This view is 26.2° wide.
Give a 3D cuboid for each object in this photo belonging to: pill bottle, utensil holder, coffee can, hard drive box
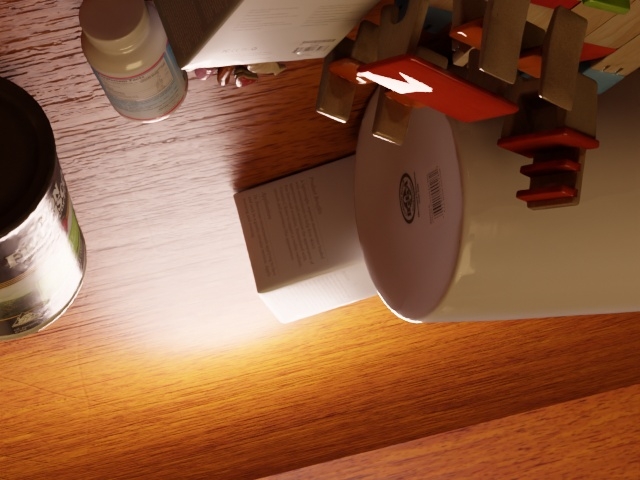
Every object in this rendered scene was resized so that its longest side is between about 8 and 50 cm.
[{"bbox_3d":[-0.190,-0.189,1.381,0.087,0.087,0.160,-16,157,1],"label":"pill bottle"},{"bbox_3d":[0.273,-0.062,1.681,0.385,0.328,0.327,-3,155,-21],"label":"utensil holder"},{"bbox_3d":[-0.369,-0.030,1.488,0.201,0.201,0.275,-12,158,-8],"label":"coffee can"},{"bbox_3d":[-0.021,-0.258,1.275,0.181,0.089,0.232,-11,163,-38],"label":"hard drive box"}]

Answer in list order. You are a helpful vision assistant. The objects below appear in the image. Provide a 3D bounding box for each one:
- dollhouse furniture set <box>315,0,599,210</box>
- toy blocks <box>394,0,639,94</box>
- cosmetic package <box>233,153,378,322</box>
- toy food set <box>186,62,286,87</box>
[{"bbox_3d":[0.157,-0.133,1.366,0.259,0.135,0.262,19,165,-33],"label":"dollhouse furniture set"},{"bbox_3d":[0.230,-0.260,1.406,0.381,0.191,0.261,9,158,-25],"label":"toy blocks"},{"bbox_3d":[0.000,0.000,1.859,0.183,0.151,0.151,-17,158,6],"label":"cosmetic package"},{"bbox_3d":[-0.098,-0.195,1.519,0.078,0.019,0.122,-25,164,22],"label":"toy food set"}]
